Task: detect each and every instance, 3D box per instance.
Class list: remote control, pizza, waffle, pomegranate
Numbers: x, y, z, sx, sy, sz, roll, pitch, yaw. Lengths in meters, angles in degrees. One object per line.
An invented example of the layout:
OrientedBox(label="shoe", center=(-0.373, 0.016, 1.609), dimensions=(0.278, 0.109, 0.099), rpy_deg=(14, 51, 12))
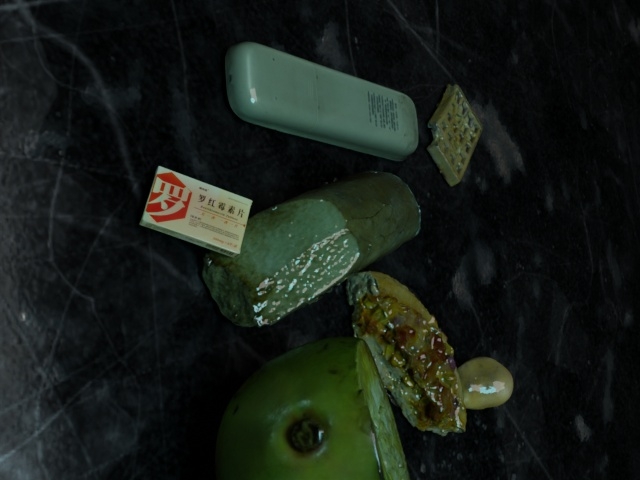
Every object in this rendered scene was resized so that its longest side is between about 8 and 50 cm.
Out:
OrientedBox(label="remote control", center=(0.015, -0.153, 0.957), dimensions=(0.310, 0.038, 0.090), rpy_deg=(6, 76, -48))
OrientedBox(label="pizza", center=(0.112, 0.130, 0.974), dimensions=(0.127, 0.058, 0.246), rpy_deg=(-39, 107, -47))
OrientedBox(label="waffle", center=(0.184, -0.148, 1.169), dimensions=(0.092, 0.021, 0.135), rpy_deg=(55, 43, -26))
OrientedBox(label="pomegranate", center=(-0.009, 0.180, 0.758), dimensions=(0.241, 0.159, 0.189), rpy_deg=(-80, 151, -67))

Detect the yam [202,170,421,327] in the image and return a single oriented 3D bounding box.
OrientedBox(label="yam", center=(0.000, 0.000, 0.853), dimensions=(0.259, 0.106, 0.106), rpy_deg=(-28, 101, -51))

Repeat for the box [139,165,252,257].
OrientedBox(label="box", center=(-0.112, -0.026, 0.764), dimensions=(0.093, 0.015, 0.058), rpy_deg=(20, 61, -18))

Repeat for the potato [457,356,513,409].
OrientedBox(label="potato", center=(0.200, 0.181, 1.062), dimensions=(0.083, 0.068, 0.062), rpy_deg=(1, 118, -35))
